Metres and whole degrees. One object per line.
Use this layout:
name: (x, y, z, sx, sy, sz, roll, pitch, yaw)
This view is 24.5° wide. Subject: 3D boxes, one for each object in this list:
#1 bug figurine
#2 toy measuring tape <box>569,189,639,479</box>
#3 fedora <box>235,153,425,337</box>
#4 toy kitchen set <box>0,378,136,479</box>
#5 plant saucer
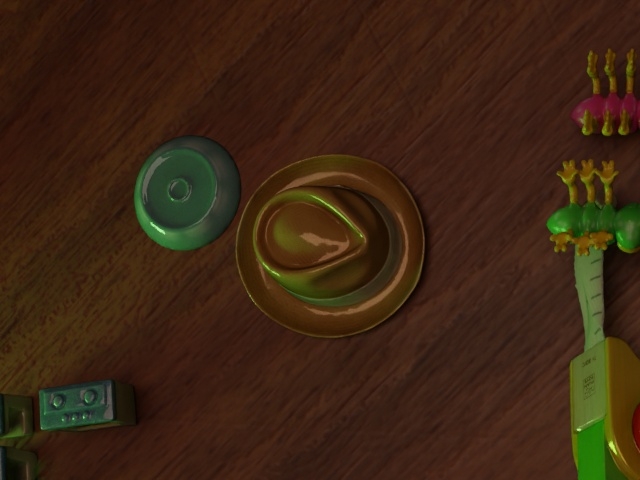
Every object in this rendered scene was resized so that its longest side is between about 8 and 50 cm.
bug figurine: (0.312, -0.062, 1.271, 0.216, 0.072, 0.279, 6, 64, 18)
toy measuring tape: (0.279, 0.117, 1.274, 0.121, 0.121, 0.330, -7, 61, 19)
fedora: (0.000, 0.000, 1.393, 0.194, 0.079, 0.194, -3, 81, 19)
toy kitchen set: (-0.269, 0.246, 1.428, 0.166, 0.122, 0.207, -9, 79, 19)
plant saucer: (-0.139, -0.050, 1.483, 0.119, 0.021, 0.119, -4, 80, 19)
